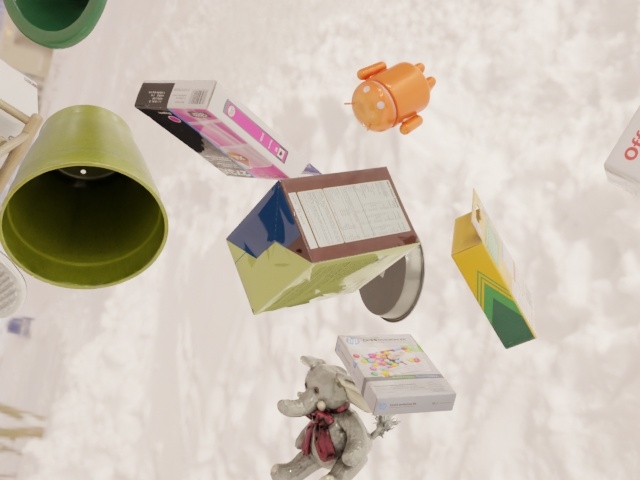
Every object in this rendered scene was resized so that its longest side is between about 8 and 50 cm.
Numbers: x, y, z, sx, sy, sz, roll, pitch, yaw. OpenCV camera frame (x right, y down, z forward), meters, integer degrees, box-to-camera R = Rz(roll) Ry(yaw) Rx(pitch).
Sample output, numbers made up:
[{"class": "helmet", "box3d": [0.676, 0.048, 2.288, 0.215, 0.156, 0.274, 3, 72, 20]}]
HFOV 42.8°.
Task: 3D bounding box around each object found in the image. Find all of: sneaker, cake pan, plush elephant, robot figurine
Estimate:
[{"class": "sneaker", "box3d": [-0.624, 0.023, 1.371, 0.127, 0.321, 0.126, -62, -3, -81]}, {"class": "cake pan", "box3d": [0.192, 0.088, 2.328, 0.293, 0.054, 0.293, -18, 69, 59]}, {"class": "plush elephant", "box3d": [0.015, 0.411, 1.923, 0.255, 0.330, 0.272, 62, 155, -12]}, {"class": "robot figurine", "box3d": [0.163, -0.326, 1.867, 0.128, 0.219, 0.158, 20, 135, 54]}]

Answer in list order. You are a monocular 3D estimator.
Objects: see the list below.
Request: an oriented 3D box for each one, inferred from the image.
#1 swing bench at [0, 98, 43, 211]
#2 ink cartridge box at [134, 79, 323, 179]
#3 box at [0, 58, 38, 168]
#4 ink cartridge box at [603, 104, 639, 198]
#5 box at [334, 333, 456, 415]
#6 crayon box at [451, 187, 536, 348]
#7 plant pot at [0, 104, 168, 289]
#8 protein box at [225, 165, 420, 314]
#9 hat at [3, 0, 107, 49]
[{"class": "swing bench", "box3d": [-0.583, -0.120, 1.166, 0.254, 0.253, 0.165, -55, 6, 27]}, {"class": "ink cartridge box", "box3d": [-0.160, -0.185, 1.537, 0.176, 0.371, 0.069, 7, 75, 34]}, {"class": "box", "box3d": [-0.621, -0.255, 1.477, 0.119, 0.181, 0.182, -43, 39, 15]}, {"class": "ink cartridge box", "box3d": [0.577, -0.116, 1.141, 0.289, 0.121, 0.211, 32, 95, 23]}, {"class": "box", "box3d": [0.123, 0.222, 1.378, 0.186, 0.145, 0.038, -126, 42, -59]}, {"class": "crayon box", "box3d": [0.391, 0.063, 1.894, 0.083, 0.323, 0.203, -25, 18, 22]}, {"class": "plant pot", "box3d": [-0.556, -0.135, 1.947, 0.353, 0.366, 0.366, -106, 35, -48]}, {"class": "protein box", "box3d": [0.000, 0.000, 1.244, 0.200, 0.201, 0.136, -42, 64, 50]}, {"class": "hat", "box3d": [-0.265, -0.315, 0.991, 0.208, 0.183, 0.173, 27, 109, 26]}]
